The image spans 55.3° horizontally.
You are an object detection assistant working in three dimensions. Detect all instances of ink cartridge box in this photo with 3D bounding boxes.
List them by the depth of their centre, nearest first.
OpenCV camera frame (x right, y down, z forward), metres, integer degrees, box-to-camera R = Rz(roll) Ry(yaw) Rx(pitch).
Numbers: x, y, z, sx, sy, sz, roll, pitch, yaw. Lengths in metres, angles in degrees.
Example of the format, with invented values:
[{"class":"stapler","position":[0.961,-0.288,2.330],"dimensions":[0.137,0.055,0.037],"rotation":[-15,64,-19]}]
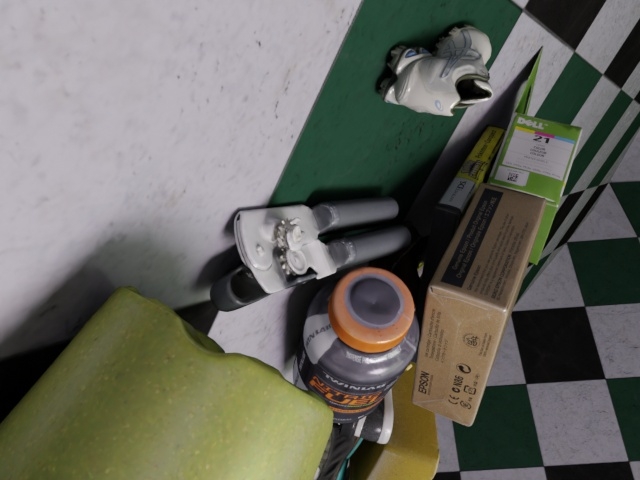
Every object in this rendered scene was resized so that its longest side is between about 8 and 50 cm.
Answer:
[{"class":"ink cartridge box","position":[0.190,0.080,0.749],"dimensions":[0.235,0.088,0.193],"rotation":[89,27,-43]},{"class":"ink cartridge box","position":[0.321,-0.124,0.900],"dimensions":[0.255,0.097,0.189],"rotation":[-64,160,-20]}]

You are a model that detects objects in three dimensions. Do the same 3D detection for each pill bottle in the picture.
[{"class":"pill bottle","position":[0.040,0.124,0.725],"dimensions":[0.130,0.130,0.246],"rotation":[-41,162,-26]}]

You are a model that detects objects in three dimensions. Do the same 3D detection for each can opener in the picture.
[{"class":"can opener","position":[0.000,0.000,0.609],"dimensions":[0.093,0.074,0.280],"rotation":[-26,173,35]}]

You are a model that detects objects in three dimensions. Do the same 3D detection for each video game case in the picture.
[{"class":"video game case","position":[0.198,0.005,0.889],"dimensions":[0.248,0.035,0.275],"rotation":[-50,152,-46]}]

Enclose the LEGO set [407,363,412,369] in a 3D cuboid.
[{"class":"LEGO set","position":[0.084,0.168,0.998],"dimensions":[0.132,0.107,0.287],"rotation":[-34,-178,43]}]

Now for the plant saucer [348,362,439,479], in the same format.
[{"class":"plant saucer","position":[0.125,0.373,1.196],"dimensions":[0.333,0.080,0.333],"rotation":[-84,-171,-52]}]

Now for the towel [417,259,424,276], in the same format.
[{"class":"towel","position":[0.159,0.071,1.070],"dimensions":[0.083,0.009,0.060],"rotation":[-53,158,1]}]

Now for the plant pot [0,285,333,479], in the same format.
[{"class":"plant pot","position":[-0.126,0.180,0.406],"dimensions":[0.254,0.276,0.276],"rotation":[-60,159,-14]}]

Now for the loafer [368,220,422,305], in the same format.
[{"class":"loafer","position":[0.120,0.055,0.882],"dimensions":[0.080,0.078,0.220],"rotation":[-42,155,-24]}]

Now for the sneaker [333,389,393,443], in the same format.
[{"class":"sneaker","position":[0.061,0.253,1.070],"dimensions":[0.217,0.121,0.079],"rotation":[-85,-171,-65]}]

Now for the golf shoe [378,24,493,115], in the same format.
[{"class":"golf shoe","position":[0.135,-0.157,0.596],"dimensions":[0.176,0.086,0.069],"rotation":[-35,150,-40]}]

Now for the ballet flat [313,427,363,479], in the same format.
[{"class":"ballet flat","position":[0.024,0.407,1.190],"dimensions":[0.095,0.096,0.281],"rotation":[-46,157,-57]}]
